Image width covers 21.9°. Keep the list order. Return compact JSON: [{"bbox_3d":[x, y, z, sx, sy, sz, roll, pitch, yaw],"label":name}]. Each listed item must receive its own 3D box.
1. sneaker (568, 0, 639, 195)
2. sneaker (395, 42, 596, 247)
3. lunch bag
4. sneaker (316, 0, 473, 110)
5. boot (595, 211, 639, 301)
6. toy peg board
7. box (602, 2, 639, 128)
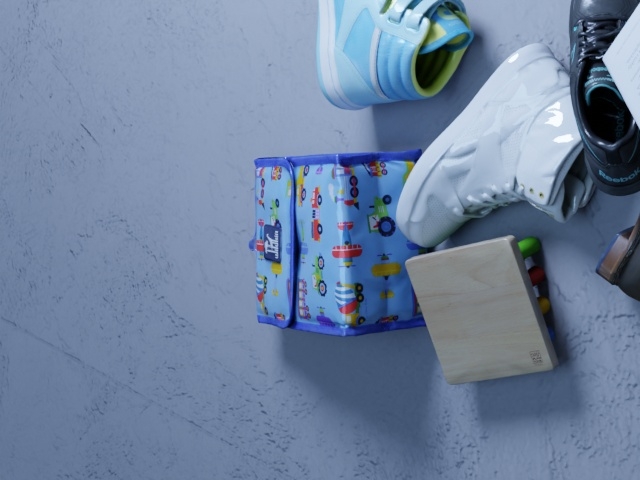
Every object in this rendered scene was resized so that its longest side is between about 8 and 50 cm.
[{"bbox_3d":[0.312,-0.185,1.757,0.101,0.106,0.267,-11,70,18],"label":"sneaker"},{"bbox_3d":[0.210,-0.062,1.900,0.292,0.108,0.169,-55,54,31],"label":"sneaker"},{"bbox_3d":[0.000,0.000,2.118,0.293,0.138,0.221,1,95,57],"label":"lunch bag"},{"bbox_3d":[0.094,-0.314,1.986,0.208,0.127,0.319,7,108,46],"label":"sneaker"},{"bbox_3d":[0.390,-0.016,1.761,0.106,0.082,0.219,41,128,19],"label":"boot"},{"bbox_3d":[0.206,0.074,1.950,0.161,0.079,0.161,-14,99,45],"label":"toy peg board"},{"bbox_3d":[0.431,-0.135,1.540,0.215,0.168,0.345,-58,27,30],"label":"box"}]
